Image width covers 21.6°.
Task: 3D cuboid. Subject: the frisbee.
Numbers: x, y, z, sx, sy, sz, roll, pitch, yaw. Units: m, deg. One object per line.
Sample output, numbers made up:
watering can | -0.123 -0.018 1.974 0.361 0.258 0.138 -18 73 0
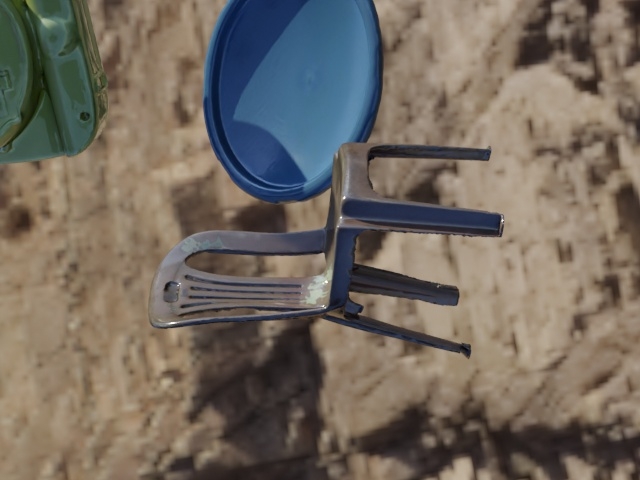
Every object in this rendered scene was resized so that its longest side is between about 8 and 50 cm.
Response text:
frisbee | -0.024 -0.182 1.880 0.289 0.049 0.289 -5 84 45

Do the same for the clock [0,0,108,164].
clock | -0.436 -0.211 1.953 0.117 0.348 0.286 -87 -16 -76

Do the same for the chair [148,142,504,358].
chair | 0.000 0.000 1.662 0.175 0.326 0.183 -93 10 -59
